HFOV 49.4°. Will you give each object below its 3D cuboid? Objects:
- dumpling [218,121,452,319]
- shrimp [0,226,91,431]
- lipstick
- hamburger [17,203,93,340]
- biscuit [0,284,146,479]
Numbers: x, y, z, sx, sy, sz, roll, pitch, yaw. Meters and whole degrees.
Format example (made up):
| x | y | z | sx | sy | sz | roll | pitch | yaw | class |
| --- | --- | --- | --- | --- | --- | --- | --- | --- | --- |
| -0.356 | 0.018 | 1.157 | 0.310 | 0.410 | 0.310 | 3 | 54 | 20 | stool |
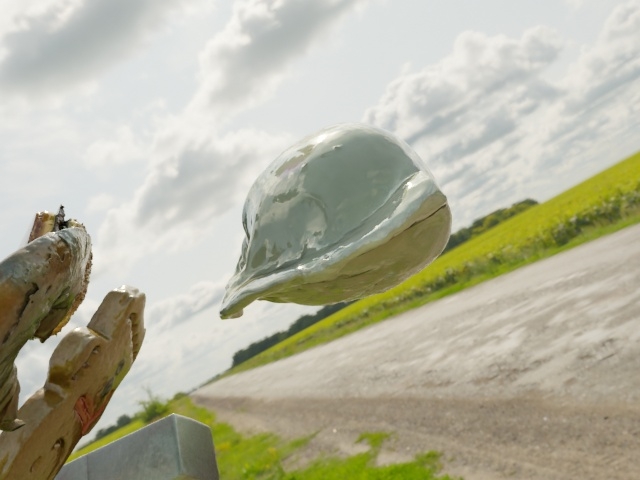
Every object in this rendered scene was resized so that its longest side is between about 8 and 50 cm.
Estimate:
| x | y | z | sx | sy | sz | roll | pitch | yaw | class |
| --- | --- | --- | --- | --- | --- | --- | --- | --- | --- |
| 0.000 | 0.000 | 0.498 | 0.179 | 0.132 | 0.252 | -32 | 15 | -6 | dumpling |
| -0.172 | 0.061 | 0.394 | 0.132 | 0.051 | 0.187 | -42 | -5 | -44 | shrimp |
| -0.293 | 0.313 | 0.810 | 0.371 | 0.076 | 0.080 | -27 | -36 | 14 | lipstick |
| -0.338 | 0.045 | 0.866 | 0.087 | 0.166 | 0.137 | 24 | -54 | -27 | hamburger |
| -0.213 | 0.145 | 0.590 | 0.226 | 0.036 | 0.166 | -60 | -6 | -38 | biscuit |
